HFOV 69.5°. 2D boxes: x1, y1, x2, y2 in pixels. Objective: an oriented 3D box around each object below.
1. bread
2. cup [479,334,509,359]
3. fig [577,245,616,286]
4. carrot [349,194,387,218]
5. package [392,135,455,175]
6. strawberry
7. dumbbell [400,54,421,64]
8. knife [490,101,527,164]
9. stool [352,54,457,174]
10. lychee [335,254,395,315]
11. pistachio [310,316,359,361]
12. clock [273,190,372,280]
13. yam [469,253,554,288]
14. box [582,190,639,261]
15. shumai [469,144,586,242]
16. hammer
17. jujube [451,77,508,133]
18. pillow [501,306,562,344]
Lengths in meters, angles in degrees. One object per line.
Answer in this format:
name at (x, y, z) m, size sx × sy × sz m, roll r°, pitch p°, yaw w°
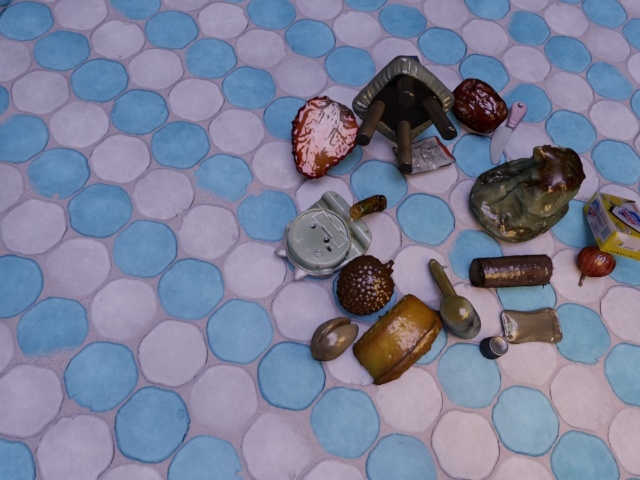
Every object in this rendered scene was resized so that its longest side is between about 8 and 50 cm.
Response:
bread at (0.270, 0.309, 1.524) m, size 0.340 × 0.179 × 0.194 m, roll -40°, pitch 76°, yaw -19°
cup at (0.608, 0.359, 1.591) m, size 0.100 × 0.077 × 0.078 m, roll -38°, pitch 77°, yaw -18°
fig at (1.030, 0.094, 1.720) m, size 0.128 × 0.128 × 0.151 m, roll -6°, pitch 96°, yaw -8°
carrot at (0.179, -0.125, 1.687) m, size 0.069 × 0.069 × 0.228 m, roll 48°, pitch 33°, yaw 13°
package at (0.412, -0.341, 1.868) m, size 0.231 × 0.040 × 0.166 m, roll -18°, pitch 61°, yaw -16°
strawberry at (0.002, -0.387, 1.802) m, size 0.264 × 0.149 × 0.336 m, roll 24°, pitch 78°, yaw -3°
dumbbell at (0.373, -0.607, 1.914) m, size 0.143 × 0.156 × 0.317 m, roll 9°, pitch 65°, yaw -34°
knife at (0.783, -0.462, 1.954) m, size 0.081 × 0.043 × 0.336 m, roll 29°, pitch 71°, yaw 12°
stool at (0.300, -0.450, 1.680) m, size 0.310 × 0.310 × 0.226 m, roll 29°, pitch 45°, yaw -24°
lychee at (0.161, 0.146, 1.574) m, size 0.238 × 0.200 × 0.200 m, roll -38°, pitch 76°, yaw -5°
pistachio at (0.044, 0.326, 1.534) m, size 0.184 × 0.124 × 0.125 m, roll -28°, pitch 74°, yaw -22°
clock at (0.000, 0.000, 1.658) m, size 0.324 × 0.109 × 0.265 m, roll -36°, pitch 76°, yaw -17°
yam at (0.695, 0.113, 1.673) m, size 0.279 × 0.131 × 0.131 m, roll -2°, pitch 69°, yaw -6°
box at (1.124, -0.059, 1.741) m, size 0.168 × 0.097 × 0.265 m, roll 16°, pitch 42°, yaw 2°
shumai at (0.783, -0.198, 1.698) m, size 0.397 × 0.323 × 0.324 m, roll -23°, pitch 74°, yaw -14°
hammer at (0.452, 0.187, 1.618) m, size 0.113 × 0.202 × 0.306 m, roll -27°, pitch 49°, yaw 12°
jujube at (0.652, -0.557, 1.914) m, size 0.183 × 0.183 × 0.243 m, roll -42°, pitch 85°, yaw -19°
pillow at (0.757, 0.307, 1.649) m, size 0.217 × 0.033 × 0.130 m, roll -2°, pitch 72°, yaw -7°
